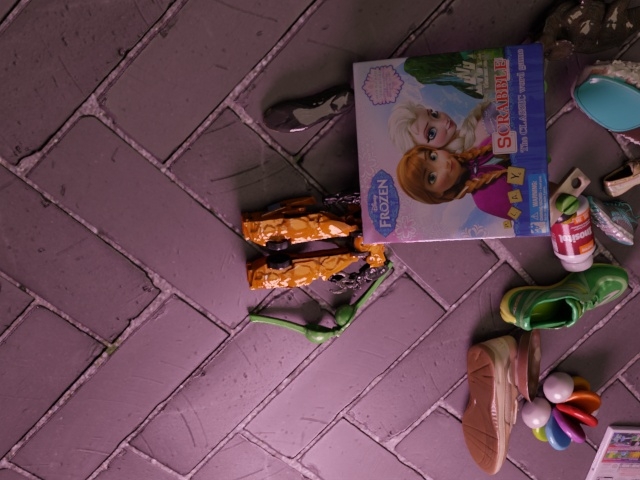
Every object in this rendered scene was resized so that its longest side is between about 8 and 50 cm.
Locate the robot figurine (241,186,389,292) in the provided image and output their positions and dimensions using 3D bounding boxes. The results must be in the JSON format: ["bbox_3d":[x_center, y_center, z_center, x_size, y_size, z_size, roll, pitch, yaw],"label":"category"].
[{"bbox_3d":[0.000,0.000,1.315,0.290,0.085,0.211,-7,115,-11],"label":"robot figurine"}]

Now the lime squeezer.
[{"bbox_3d":[0.019,0.143,1.411,0.310,0.059,0.110,-21,87,-4],"label":"lime squeezer"}]

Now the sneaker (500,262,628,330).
[{"bbox_3d":[0.542,0.137,1.501,0.295,0.123,0.110,-17,116,-8],"label":"sneaker"}]

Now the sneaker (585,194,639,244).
[{"bbox_3d":[0.622,-0.060,1.481,0.166,0.065,0.076,33,85,-28],"label":"sneaker"}]

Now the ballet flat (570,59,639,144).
[{"bbox_3d":[0.643,-0.263,1.363,0.408,0.147,0.147,25,105,-26],"label":"ballet flat"}]

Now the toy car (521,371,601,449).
[{"bbox_3d":[0.580,0.412,1.624,0.159,0.136,0.182,33,101,-25],"label":"toy car"}]

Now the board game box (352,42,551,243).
[{"bbox_3d":[0.222,-0.158,1.188,0.317,0.066,0.319,-4,93,14],"label":"board game box"}]

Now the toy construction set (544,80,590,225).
[{"bbox_3d":[0.332,-0.109,1.272,0.308,0.237,0.258,-24,117,-3],"label":"toy construction set"}]

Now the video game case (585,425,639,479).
[{"bbox_3d":[0.812,0.568,1.821,0.201,0.023,0.184,7,111,-17],"label":"video game case"}]

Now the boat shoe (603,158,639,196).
[{"bbox_3d":[0.653,-0.144,1.448,0.135,0.050,0.045,-35,123,2],"label":"boat shoe"}]

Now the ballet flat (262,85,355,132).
[{"bbox_3d":[-0.019,-0.232,1.236,0.173,0.049,0.058,-16,111,0],"label":"ballet flat"}]

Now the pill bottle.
[{"bbox_3d":[0.527,-0.014,1.451,0.086,0.086,0.152,-24,117,-4],"label":"pill bottle"}]

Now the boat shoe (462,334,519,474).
[{"bbox_3d":[0.402,0.377,1.569,0.110,0.121,0.341,-17,118,-28],"label":"boat shoe"}]

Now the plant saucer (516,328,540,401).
[{"bbox_3d":[0.462,0.272,1.539,0.029,0.168,0.169,1,120,28],"label":"plant saucer"}]

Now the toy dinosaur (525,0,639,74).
[{"bbox_3d":[0.497,-0.405,1.274,0.313,0.121,0.160,-12,128,-15],"label":"toy dinosaur"}]
